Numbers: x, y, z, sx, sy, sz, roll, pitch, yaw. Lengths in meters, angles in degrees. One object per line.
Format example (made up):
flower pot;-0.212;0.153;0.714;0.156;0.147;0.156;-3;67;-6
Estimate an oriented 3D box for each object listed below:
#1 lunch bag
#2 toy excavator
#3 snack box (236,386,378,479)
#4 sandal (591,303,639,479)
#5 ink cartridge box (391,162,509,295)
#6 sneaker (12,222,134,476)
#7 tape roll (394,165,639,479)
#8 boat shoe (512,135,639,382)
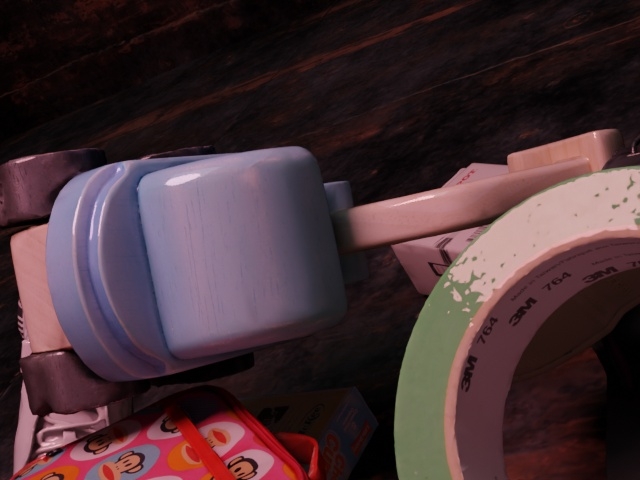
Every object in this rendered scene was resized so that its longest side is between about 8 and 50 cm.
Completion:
lunch bag;-0.111;0.226;0.943;0.258;0.120;0.293;-23;18;-16
toy excavator;0.000;0.000;1.029;0.445;0.222;0.433;-10;0;38
snack box;-0.094;0.266;1.079;0.187;0.060;0.322;-11;30;38
sandal;0.284;0.065;0.950;0.167;0.107;0.446;-24;23;17
ink cartridge box;0.194;-0.005;1.246;0.148;0.086;0.203;-41;24;-21
sneaker;-0.240;0.169;1.170;0.137;0.366;0.210;3;28;-11
tape roll;0.201;0.115;0.749;0.321;0.077;0.321;-13;67;32
boat shoe;0.245;-0.020;0.903;0.340;0.127;0.113;-37;44;17
